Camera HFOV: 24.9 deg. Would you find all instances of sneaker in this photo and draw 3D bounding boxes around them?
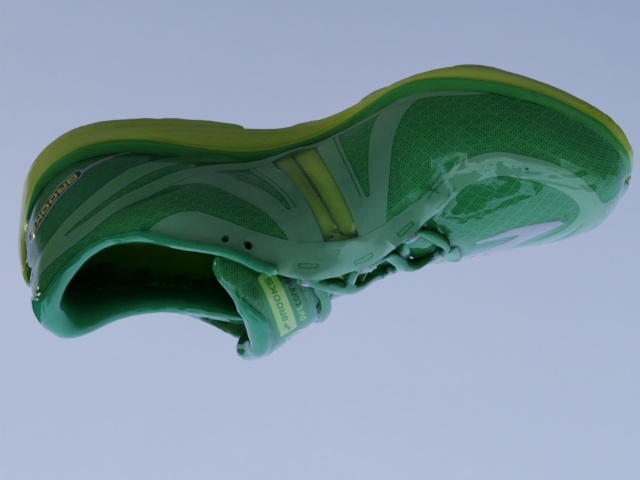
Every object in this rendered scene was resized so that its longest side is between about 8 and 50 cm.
[{"bbox_3d":[0.000,0.000,0.679,0.295,0.109,0.124,-8,-130,12],"label":"sneaker"}]
